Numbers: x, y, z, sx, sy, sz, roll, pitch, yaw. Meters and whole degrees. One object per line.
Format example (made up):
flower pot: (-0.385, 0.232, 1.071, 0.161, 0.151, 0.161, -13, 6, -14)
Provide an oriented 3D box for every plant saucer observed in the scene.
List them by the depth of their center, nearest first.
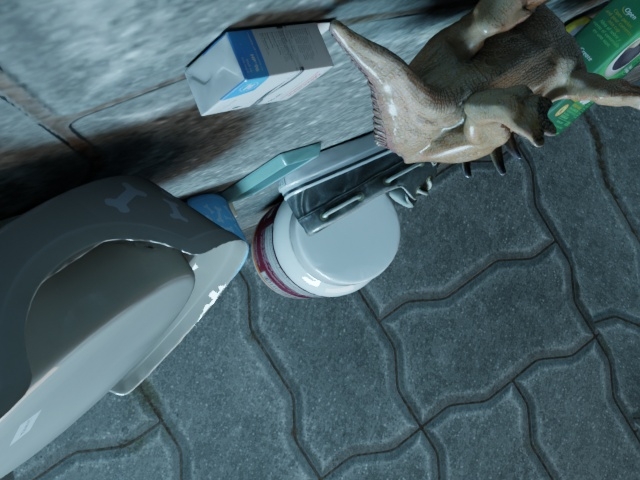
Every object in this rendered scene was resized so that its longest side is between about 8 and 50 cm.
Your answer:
plant saucer: (-0.072, -0.085, 0.917, 0.067, 0.018, 0.192, -22, 179, -36)

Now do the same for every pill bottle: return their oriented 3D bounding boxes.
pill bottle: (0.000, 0.000, 1.356, 0.224, 0.224, 0.392, -22, 180, -16)

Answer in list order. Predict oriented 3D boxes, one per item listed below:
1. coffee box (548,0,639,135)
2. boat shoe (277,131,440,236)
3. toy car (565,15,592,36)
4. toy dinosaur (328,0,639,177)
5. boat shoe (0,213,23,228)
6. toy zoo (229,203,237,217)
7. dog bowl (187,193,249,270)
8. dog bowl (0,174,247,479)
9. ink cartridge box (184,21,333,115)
coffee box: (0.260, -0.172, 0.621, 0.184, 0.040, 0.113, -44, 163, 26)
boat shoe: (0.107, -0.101, 0.994, 0.335, 0.119, 0.121, -22, 180, -5)
toy car: (0.209, -0.180, 0.784, 0.239, 0.053, 0.225, -21, 180, -7)
toy dinosaur: (0.109, -0.105, 0.496, 0.295, 0.127, 0.200, -18, -178, -34)
boat shoe: (-0.302, 0.042, 0.615, 0.254, 0.079, 0.095, -24, 172, 15)
toy zoo: (-0.287, 0.012, 1.121, 0.192, 0.030, 0.293, -22, 180, -39)
dog bowl: (-0.214, 0.043, 0.882, 0.297, 0.074, 0.166, -23, 153, -43)
dog bowl: (-0.217, 0.089, 0.560, 0.349, 0.102, 0.349, -46, 175, -5)
ink cartridge box: (-0.028, -0.098, 0.392, 0.083, 0.028, 0.048, -23, 180, -41)
